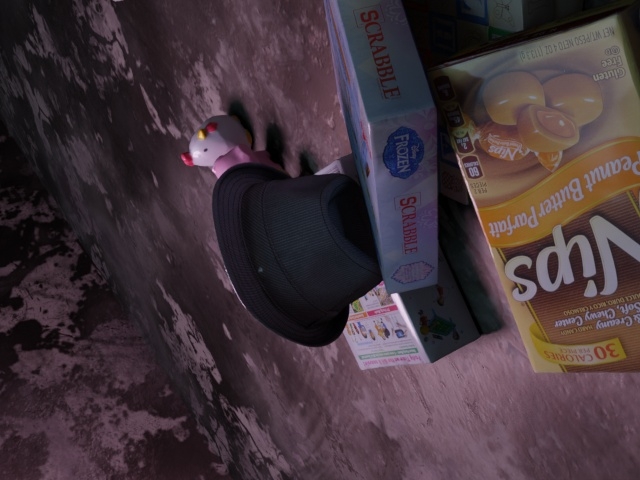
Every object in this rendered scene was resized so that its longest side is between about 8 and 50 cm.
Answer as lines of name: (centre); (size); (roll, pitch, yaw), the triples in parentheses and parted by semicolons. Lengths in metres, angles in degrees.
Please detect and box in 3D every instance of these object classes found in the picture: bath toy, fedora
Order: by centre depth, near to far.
fedora: (0.000, 0.000, 1.037); (0.275, 0.124, 0.243); (26, -134, -59)
bath toy: (-0.123, -0.100, 1.468); (0.348, 0.129, 0.151); (47, 149, 33)

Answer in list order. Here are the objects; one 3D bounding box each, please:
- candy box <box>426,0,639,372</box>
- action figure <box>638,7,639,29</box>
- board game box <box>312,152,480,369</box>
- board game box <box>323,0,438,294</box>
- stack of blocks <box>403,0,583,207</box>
candy box: (0.237, -0.036, 0.754); (0.183, 0.088, 0.316); (-9, 109, 44)
action figure: (0.360, -0.167, 0.551); (0.285, 0.099, 0.185); (32, 132, 43)
board game box: (0.079, 0.031, 1.244); (0.303, 0.098, 0.224); (66, 155, 0)
board game box: (0.061, -0.154, 0.921); (0.318, 0.066, 0.318); (77, -179, -59)
stack of blocks: (0.177, -0.180, 0.881); (0.171, 0.087, 0.297); (32, 139, 48)
